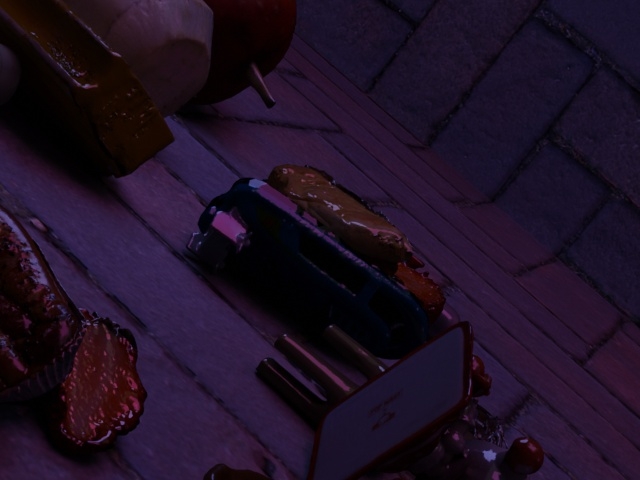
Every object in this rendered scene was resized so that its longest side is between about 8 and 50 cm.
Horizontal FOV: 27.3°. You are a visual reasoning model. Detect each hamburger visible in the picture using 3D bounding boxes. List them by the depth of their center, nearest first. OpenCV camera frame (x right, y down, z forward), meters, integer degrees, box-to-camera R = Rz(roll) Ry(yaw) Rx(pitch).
[{"bbox_3d":[0.000,0.000,1.650,0.131,0.124,0.262,6,21,-39],"label":"hamburger"}]

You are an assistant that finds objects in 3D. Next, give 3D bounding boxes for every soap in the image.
[{"bbox_3d":[-0.275,-0.177,1.464,0.257,0.080,0.160,43,-19,16],"label":"soap"}]

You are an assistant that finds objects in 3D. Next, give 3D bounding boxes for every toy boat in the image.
[{"bbox_3d":[-0.012,0.059,1.504,0.299,0.134,0.092,37,50,-15],"label":"toy boat"}]

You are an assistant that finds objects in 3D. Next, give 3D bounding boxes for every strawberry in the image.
[{"bbox_3d":[-0.181,0.108,0.999,0.104,0.048,0.152,41,28,-21],"label":"strawberry"},{"bbox_3d":[0.094,0.068,1.737,0.145,0.086,0.145,38,21,-17],"label":"strawberry"}]

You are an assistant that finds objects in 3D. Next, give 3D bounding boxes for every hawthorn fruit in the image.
[{"bbox_3d":[-0.156,-0.328,1.987,0.330,0.287,0.287,57,19,19],"label":"hawthorn fruit"}]

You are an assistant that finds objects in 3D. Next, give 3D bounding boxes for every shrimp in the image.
[{"bbox_3d":[0.185,0.231,1.526,0.065,0.056,0.165,42,15,-15],"label":"shrimp"}]

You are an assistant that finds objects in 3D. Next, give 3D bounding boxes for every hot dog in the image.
[{"bbox_3d":[-0.243,0.039,0.960,0.191,0.108,0.059,48,-22,31],"label":"hot dog"}]

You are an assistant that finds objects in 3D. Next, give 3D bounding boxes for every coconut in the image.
[{"bbox_3d":[-0.254,-0.269,1.670,0.241,0.241,0.241,36,14,-10],"label":"coconut"}]

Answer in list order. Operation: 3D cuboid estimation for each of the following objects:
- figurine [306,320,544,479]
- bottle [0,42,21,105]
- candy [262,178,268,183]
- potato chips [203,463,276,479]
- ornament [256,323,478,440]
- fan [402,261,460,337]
[{"bbox_3d":[0.131,0.229,1.192,0.226,0.183,0.160,49,21,-14],"label":"figurine"},{"bbox_3d":[-0.393,-0.188,1.331,0.072,0.072,0.201,45,15,24],"label":"bottle"},{"bbox_3d":[-0.037,-0.069,1.936,0.094,0.051,0.226,28,12,0],"label":"candy"},{"bbox_3d":[-0.009,0.238,1.011,0.202,0.049,0.150,21,18,-47],"label":"potato chips"},{"bbox_3d":[0.074,0.183,1.375,0.245,0.061,0.230,41,14,14],"label":"ornament"},{"bbox_3d":[0.100,0.046,1.859,0.244,0.074,0.130,42,13,5],"label":"fan"}]
